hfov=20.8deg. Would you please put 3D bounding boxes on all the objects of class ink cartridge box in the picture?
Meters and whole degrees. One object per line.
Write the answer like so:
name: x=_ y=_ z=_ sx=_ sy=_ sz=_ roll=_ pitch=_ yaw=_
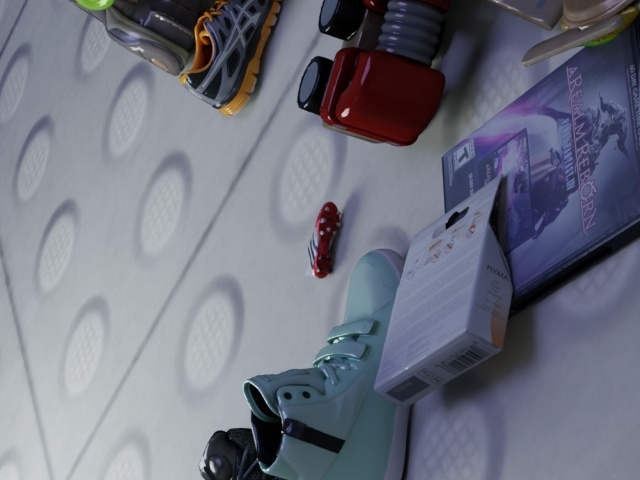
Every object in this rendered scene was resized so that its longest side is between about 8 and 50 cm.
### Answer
ink cartridge box: x=0.118 y=0.046 z=1.554 sx=0.145 sy=0.045 sz=0.179 roll=-38 pitch=26 yaw=48

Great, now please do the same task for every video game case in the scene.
video game case: x=0.198 y=-0.051 z=1.512 sx=0.274 sy=0.026 sz=0.196 roll=-39 pitch=43 yaw=47

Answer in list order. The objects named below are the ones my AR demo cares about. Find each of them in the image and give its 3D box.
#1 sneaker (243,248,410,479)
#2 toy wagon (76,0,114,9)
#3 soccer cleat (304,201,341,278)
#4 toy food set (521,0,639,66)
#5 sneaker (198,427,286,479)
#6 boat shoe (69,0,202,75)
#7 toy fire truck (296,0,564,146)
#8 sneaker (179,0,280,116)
sneaker: x=0.009 y=0.111 z=1.624 sx=0.094 sy=0.151 sz=0.255 roll=-31 pitch=48 yaw=53
toy wagon: x=-0.257 y=-0.407 z=2.284 sx=0.344 sy=0.068 sz=0.267 roll=-15 pitch=44 yaw=21
soccer cleat: x=0.000 y=0.000 z=1.830 sx=0.036 sy=0.029 sz=0.083 roll=-7 pitch=74 yaw=55
toy food set: x=0.255 y=-0.217 z=1.468 sx=0.132 sy=0.038 sz=0.192 roll=-17 pitch=36 yaw=54
sneaker: x=-0.042 y=0.250 z=1.663 sx=0.087 sy=0.130 sz=0.227 roll=-66 pitch=31 yaw=17
boat shoe: x=-0.244 y=-0.337 z=2.370 sx=0.130 sy=0.132 sz=0.355 roll=-56 pitch=38 yaw=7
toy fire truck: x=0.107 y=-0.198 z=1.656 sx=0.246 sy=0.159 sz=0.217 roll=-173 pitch=100 yaw=-72
sneaker: x=-0.107 y=-0.261 z=2.104 sx=0.084 sy=0.083 sz=0.214 roll=-16 pitch=57 yaw=60
